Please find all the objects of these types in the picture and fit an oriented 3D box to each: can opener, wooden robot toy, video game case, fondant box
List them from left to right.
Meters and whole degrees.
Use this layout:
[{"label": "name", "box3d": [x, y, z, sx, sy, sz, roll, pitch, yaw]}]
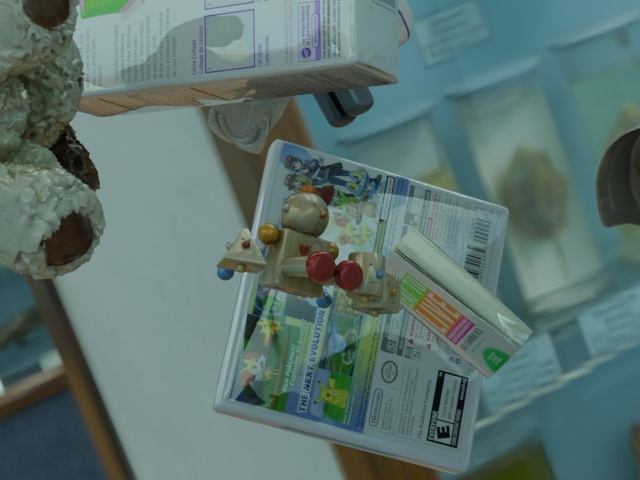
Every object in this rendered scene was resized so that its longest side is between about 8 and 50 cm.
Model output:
[{"label": "fondant box", "box3d": [-0.095, -0.249, 1.427, 0.330, 0.238, 0.096, -3, -7, 27]}, {"label": "can opener", "box3d": [-0.039, -0.273, 2.032, 0.095, 0.283, 0.076, -26, -4, -42]}, {"label": "wooden robot toy", "box3d": [0.000, 0.000, 1.118, 0.173, 0.079, 0.076, 17, -18, -38]}, {"label": "video game case", "box3d": [0.053, 0.075, 1.816, 0.300, 0.329, 0.036, 16, -20, -12]}]

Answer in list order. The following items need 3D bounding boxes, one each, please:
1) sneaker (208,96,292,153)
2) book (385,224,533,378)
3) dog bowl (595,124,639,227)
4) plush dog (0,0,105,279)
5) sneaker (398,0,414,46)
[{"label": "sneaker", "box3d": [-0.052, -0.183, 1.613, 0.095, 0.090, 0.235, -58, 4, -29]}, {"label": "book", "box3d": [0.119, 0.060, 1.454, 0.035, 0.144, 0.096, -48, -6, -26]}, {"label": "dog bowl", "box3d": [0.411, 0.009, 1.400, 0.102, 0.349, 0.349, -41, 16, -19]}, {"label": "plush dog", "box3d": [-0.263, -0.116, 1.262, 0.210, 0.262, 0.225, 0, 18, 14]}, {"label": "sneaker", "box3d": [-0.013, -0.273, 1.901, 0.102, 0.282, 0.161, -5, 59, 51]}]
